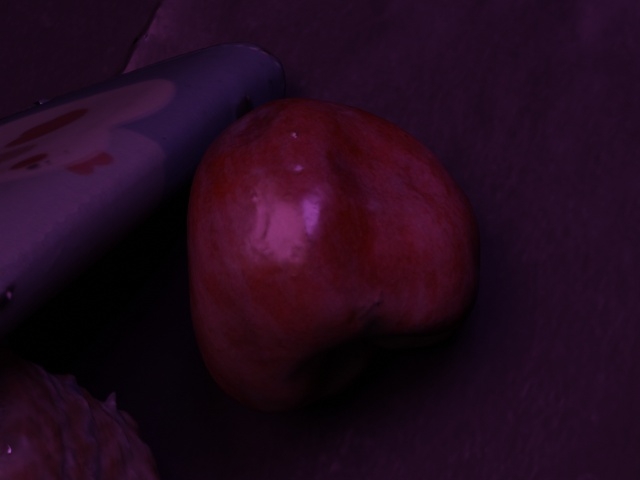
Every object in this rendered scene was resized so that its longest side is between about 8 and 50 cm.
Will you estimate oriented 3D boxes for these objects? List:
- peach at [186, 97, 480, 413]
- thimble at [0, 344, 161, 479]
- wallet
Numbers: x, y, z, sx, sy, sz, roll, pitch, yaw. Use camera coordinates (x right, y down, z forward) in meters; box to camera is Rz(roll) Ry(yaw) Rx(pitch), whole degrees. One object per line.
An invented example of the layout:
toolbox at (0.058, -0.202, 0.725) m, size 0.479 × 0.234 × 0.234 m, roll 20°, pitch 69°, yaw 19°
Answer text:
peach at (0.000, 0.000, 0.624) m, size 0.152 × 0.152 × 0.152 m, roll -15°, pitch 59°, yaw 26°
thimble at (-0.183, 0.181, 0.639) m, size 0.196 × 0.148 × 0.229 m, roll -13°, pitch 57°, yaw 30°
wallet at (-0.191, -0.001, 0.664) m, size 0.252 × 0.083 × 0.360 m, roll -11°, pitch 19°, yaw 31°
